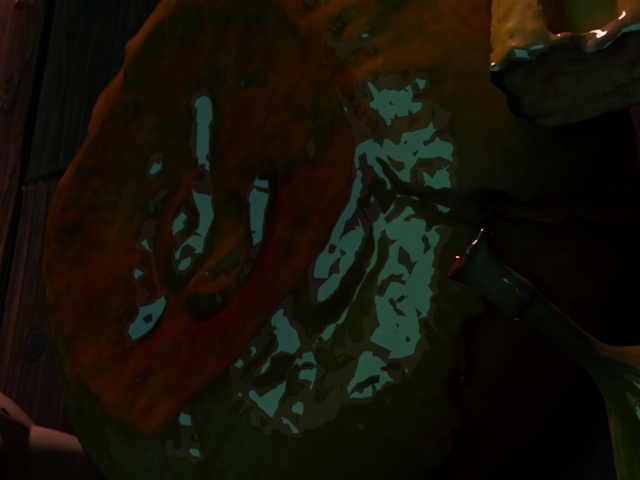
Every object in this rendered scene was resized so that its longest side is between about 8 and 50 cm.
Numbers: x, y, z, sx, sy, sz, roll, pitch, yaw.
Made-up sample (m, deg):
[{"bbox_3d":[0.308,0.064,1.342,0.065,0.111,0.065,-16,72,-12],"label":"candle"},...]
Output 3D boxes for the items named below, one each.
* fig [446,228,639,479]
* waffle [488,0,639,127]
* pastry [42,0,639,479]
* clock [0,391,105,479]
[{"bbox_3d":[0.164,0.072,0.732,0.231,0.143,0.160,28,100,20],"label":"fig"},{"bbox_3d":[0.192,-0.169,0.824,0.248,0.055,0.221,-14,48,19],"label":"waffle"},{"bbox_3d":[0.000,0.000,0.951,0.356,0.164,0.356,-15,67,38],"label":"pastry"},{"bbox_3d":[-0.305,0.113,1.097,0.284,0.309,0.114,-6,66,45],"label":"clock"}]
